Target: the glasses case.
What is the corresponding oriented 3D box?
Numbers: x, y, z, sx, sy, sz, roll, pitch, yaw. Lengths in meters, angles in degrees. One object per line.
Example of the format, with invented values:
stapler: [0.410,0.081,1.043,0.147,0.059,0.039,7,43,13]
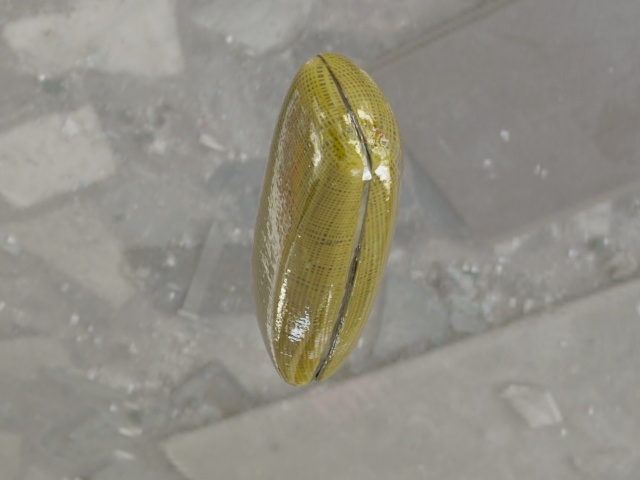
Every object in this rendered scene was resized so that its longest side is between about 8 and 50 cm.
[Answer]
glasses case: [0.000,0.000,0.716,0.064,0.079,0.234,-15,151,-17]
